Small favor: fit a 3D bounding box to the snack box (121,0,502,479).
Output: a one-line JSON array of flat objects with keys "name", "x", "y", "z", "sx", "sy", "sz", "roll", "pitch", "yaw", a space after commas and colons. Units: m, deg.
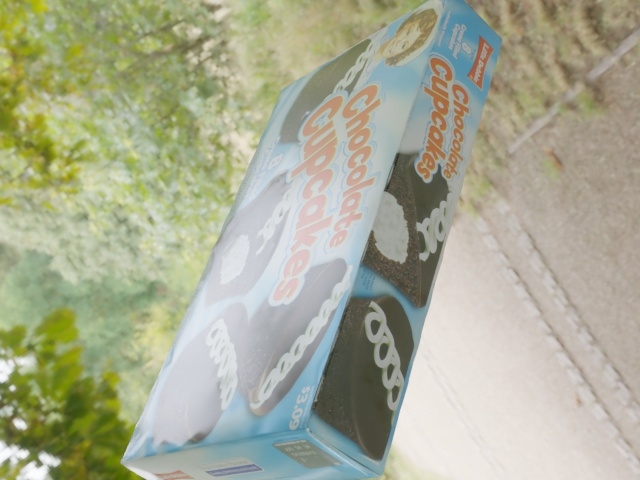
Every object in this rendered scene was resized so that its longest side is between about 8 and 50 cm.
[{"name": "snack box", "x": 0.000, "y": 0.000, "z": 0.632, "sx": 0.060, "sy": 0.321, "sz": 0.187, "roll": 37, "pitch": 144, "yaw": -26}]
